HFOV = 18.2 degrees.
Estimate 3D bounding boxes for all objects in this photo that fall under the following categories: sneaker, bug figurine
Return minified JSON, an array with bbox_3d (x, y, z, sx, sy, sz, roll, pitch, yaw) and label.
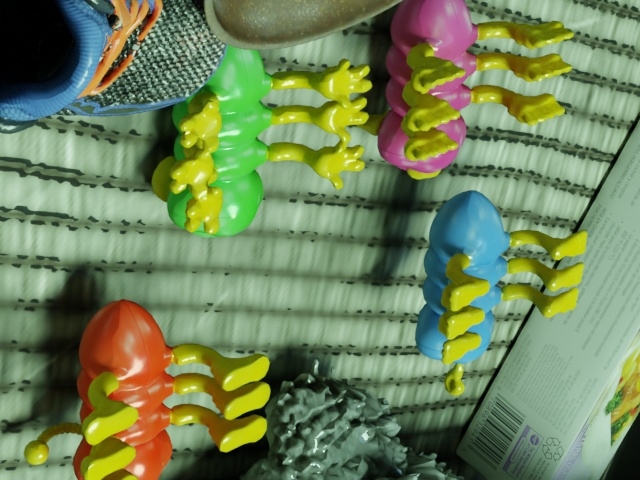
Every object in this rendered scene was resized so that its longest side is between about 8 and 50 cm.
[{"bbox_3d":[-0.094,-0.066,0.615,0.083,0.087,0.221,-58,153,16],"label":"sneaker"},{"bbox_3d":[0.000,0.000,0.826,0.279,0.072,0.216,-17,128,-38],"label":"bug figurine"}]

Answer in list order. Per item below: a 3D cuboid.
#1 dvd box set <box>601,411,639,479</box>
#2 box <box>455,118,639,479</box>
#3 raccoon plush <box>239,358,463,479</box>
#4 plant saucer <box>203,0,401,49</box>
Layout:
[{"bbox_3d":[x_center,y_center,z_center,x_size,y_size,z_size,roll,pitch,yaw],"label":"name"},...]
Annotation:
[{"bbox_3d":[0.261,0.258,1.383,0.308,0.062,0.420,-65,151,-9],"label":"dvd box set"},{"bbox_3d":[0.180,0.003,1.077,0.063,0.067,0.324,-2,124,-53],"label":"box"},{"bbox_3d":[0.145,0.164,0.988,0.446,0.216,0.299,-19,139,-3],"label":"raccoon plush"},{"bbox_3d":[0.035,-0.140,0.665,0.198,0.036,0.198,-33,167,-9],"label":"plant saucer"}]
